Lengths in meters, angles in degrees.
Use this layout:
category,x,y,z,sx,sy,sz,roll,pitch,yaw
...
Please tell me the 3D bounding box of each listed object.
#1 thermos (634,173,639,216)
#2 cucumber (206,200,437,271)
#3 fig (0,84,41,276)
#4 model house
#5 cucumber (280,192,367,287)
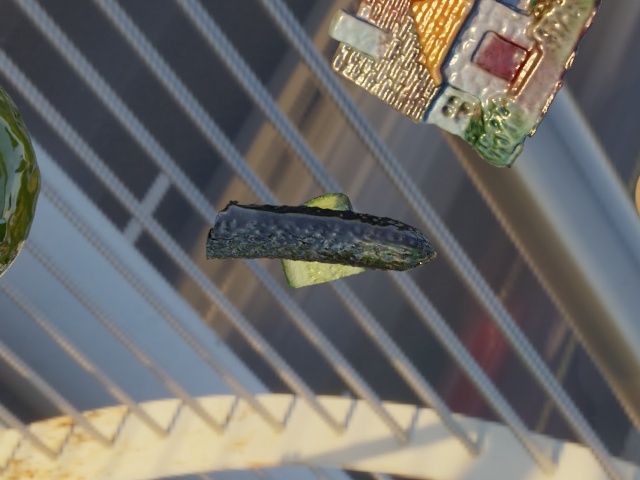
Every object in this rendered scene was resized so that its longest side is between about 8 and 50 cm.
category,x,y,z,sx,sy,sz,roll,pitch,yaw
thermos,0.469,-0.063,1.583,0.105,0.193,0.137,-31,107,-16
cucumber,0.002,-0.004,1.416,0.067,0.245,0.067,-176,-90,-88
fig,-0.364,-0.078,1.106,0.233,0.314,0.233,-20,137,-19
model house,0.213,-0.356,2.072,0.339,0.297,0.360,25,107,-8
cucumber,0.000,0.000,1.785,0.062,0.116,0.115,-84,158,-63
